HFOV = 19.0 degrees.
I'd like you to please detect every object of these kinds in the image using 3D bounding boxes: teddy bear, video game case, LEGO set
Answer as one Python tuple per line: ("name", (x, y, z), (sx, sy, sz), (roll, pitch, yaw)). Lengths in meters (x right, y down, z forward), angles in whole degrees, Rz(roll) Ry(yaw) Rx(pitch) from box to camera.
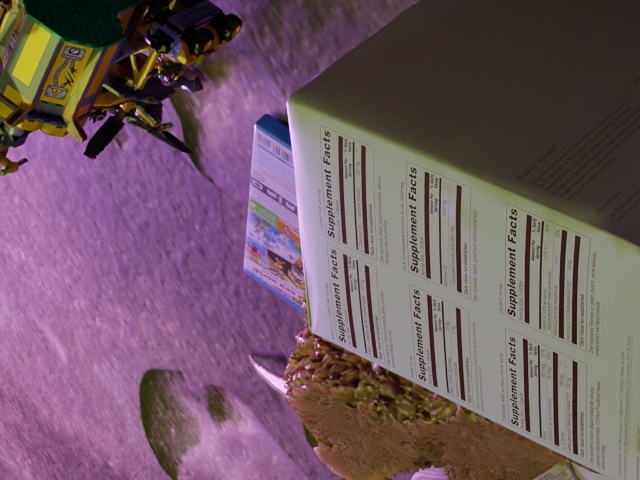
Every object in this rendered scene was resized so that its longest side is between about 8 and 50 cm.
("teddy bear", (0.141, 0.092, 1.164), (0.338, 0.113, 0.245), (-10, 125, 46))
("video game case", (0.000, 0.000, 1.295), (0.119, 0.015, 0.166), (34, 147, 19))
("LEGO set", (-0.231, -0.139, 1.175), (0.331, 0.255, 0.192), (31, 121, 3))

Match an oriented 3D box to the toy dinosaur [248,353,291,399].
("toy dinosaur", (-0.002, 0.117, 1.399), (0.183, 0.053, 0.092), (28, 146, 28))

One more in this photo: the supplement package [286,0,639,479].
("supplement package", (0.125, -0.022, 0.927), (0.203, 0.194, 0.149), (25, 137, 32))

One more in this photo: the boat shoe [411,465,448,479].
("boat shoe", (0.107, 0.192, 1.359), (0.135, 0.045, 0.050), (-7, 121, 54))
